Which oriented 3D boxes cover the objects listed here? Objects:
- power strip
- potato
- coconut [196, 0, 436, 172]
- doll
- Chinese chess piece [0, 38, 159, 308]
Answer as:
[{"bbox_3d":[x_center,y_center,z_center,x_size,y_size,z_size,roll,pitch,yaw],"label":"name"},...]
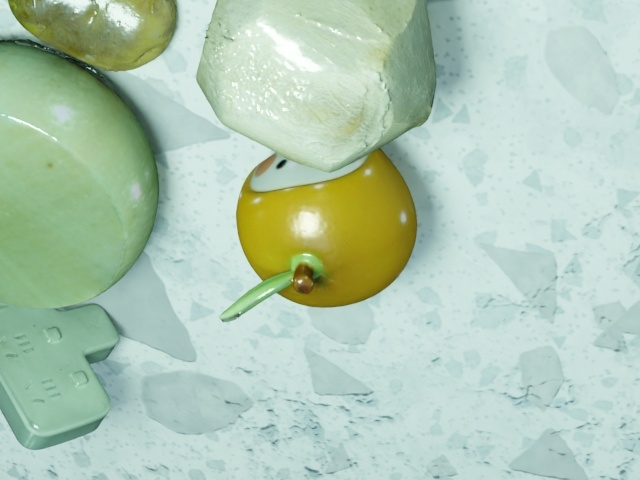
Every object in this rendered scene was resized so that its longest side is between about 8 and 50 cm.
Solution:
[{"bbox_3d":[-0.363,0.140,1.842,0.265,0.194,0.059,54,134,21],"label":"power strip"},{"bbox_3d":[-0.266,-0.265,1.584,0.200,0.081,0.164,19,127,0],"label":"potato"},{"bbox_3d":[0.008,-0.199,1.454,0.247,0.245,0.245,21,128,0],"label":"coconut"},{"bbox_3d":[0.000,0.000,1.594,0.214,0.236,0.213,9,130,11],"label":"doll"},{"bbox_3d":[-0.369,-0.076,1.691,0.349,0.146,0.349,9,134,9],"label":"Chinese chess piece"}]
